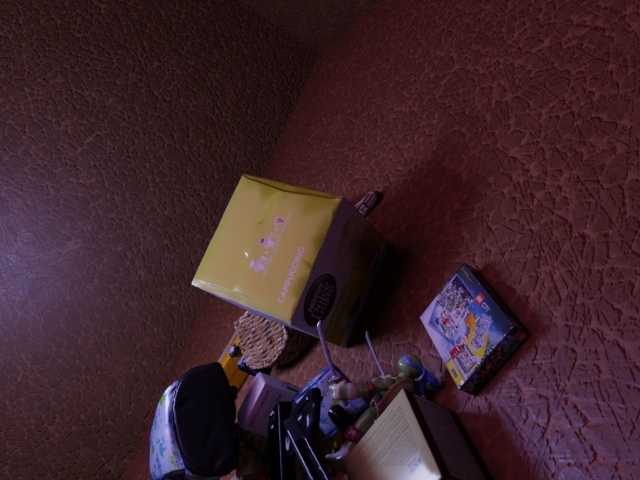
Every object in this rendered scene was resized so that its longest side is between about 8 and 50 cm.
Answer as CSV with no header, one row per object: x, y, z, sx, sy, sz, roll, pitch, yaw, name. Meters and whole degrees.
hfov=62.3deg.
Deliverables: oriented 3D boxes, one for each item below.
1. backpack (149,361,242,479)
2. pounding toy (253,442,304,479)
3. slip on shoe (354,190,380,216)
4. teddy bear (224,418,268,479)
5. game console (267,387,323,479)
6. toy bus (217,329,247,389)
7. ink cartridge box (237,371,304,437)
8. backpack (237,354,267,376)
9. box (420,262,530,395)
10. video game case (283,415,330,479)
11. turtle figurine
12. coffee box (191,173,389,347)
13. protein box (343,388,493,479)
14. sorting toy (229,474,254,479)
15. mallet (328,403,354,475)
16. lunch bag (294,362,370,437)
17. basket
-0.350,0.539,1.461,0.355,0.273,0.290,103,155,-60,backpack
-0.099,0.619,1.357,0.206,0.094,0.181,-33,36,54,pounding toy
0.151,-0.118,1.750,0.041,0.051,0.135,-27,-20,-45,slip on shoe
-0.241,0.611,1.629,0.245,0.113,0.338,-56,14,-3,teddy bear
-0.061,0.454,1.201,0.361,0.044,0.213,118,153,-50,game console
-0.331,0.474,2.059,0.332,0.108,0.130,-59,21,10,toy bus
-0.107,0.460,1.432,0.139,0.191,0.082,-64,21,0,ink cartridge box
-0.239,0.440,1.897,0.084,0.105,0.114,-64,12,-24,backpack
0.294,0.168,1.051,0.159,0.044,0.233,-56,22,18,box
0.024,0.500,0.981,0.035,0.274,0.248,-25,26,-13,video game case
0.092,0.335,1.124,0.266,0.275,0.198,-67,-14,0,turtle figurine
-0.071,0.060,1.452,0.338,0.334,0.337,16,78,32,coffee box
0.166,0.415,0.921,0.200,0.136,0.201,-56,21,16,protein box
-0.235,0.775,1.577,0.193,0.038,0.208,-46,21,36,sorting toy
0.043,0.470,1.213,0.062,0.039,0.189,27,119,53,mallet
0.033,0.374,1.269,0.096,0.129,0.151,-38,-10,-50,lunch bag
-0.113,0.301,1.783,0.299,0.223,0.213,-43,61,42,basket
